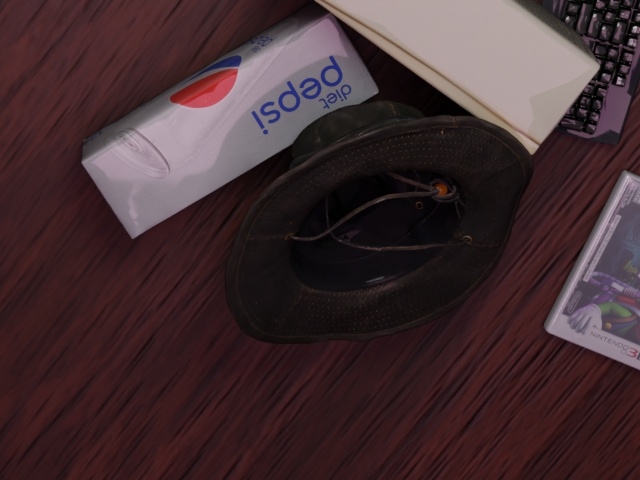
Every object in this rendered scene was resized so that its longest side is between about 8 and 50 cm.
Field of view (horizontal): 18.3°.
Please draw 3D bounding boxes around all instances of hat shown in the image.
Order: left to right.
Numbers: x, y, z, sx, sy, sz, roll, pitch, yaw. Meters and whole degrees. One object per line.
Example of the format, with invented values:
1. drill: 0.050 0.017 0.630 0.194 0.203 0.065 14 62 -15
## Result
1. hat: 0.037 -0.042 1.912 0.331 0.134 0.331 -16 145 -12

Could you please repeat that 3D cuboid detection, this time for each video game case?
1. video game case: 0.352 0.043 2.086 0.173 0.022 0.190 22 104 -13

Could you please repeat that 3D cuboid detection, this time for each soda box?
1. soda box: -0.091 -0.122 1.949 0.286 0.091 0.098 -30 108 4

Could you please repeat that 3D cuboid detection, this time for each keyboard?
1. keyboard: 0.327 -0.247 1.984 0.201 0.033 0.317 11 107 -10

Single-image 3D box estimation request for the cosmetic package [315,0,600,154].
1. cosmetic package: 0.105 -0.227 1.890 0.309 0.160 0.113 34 104 -10
